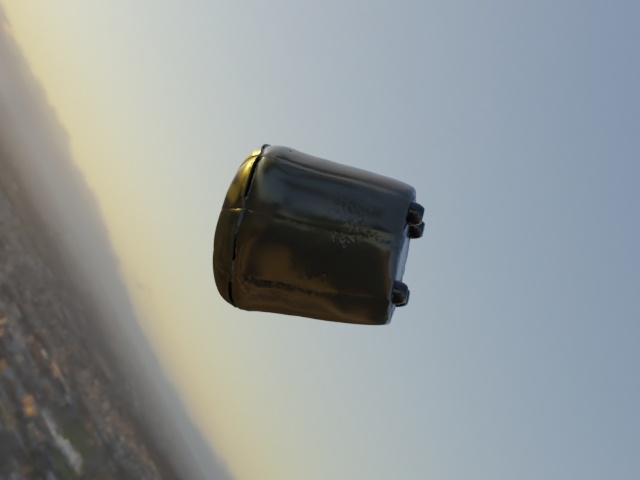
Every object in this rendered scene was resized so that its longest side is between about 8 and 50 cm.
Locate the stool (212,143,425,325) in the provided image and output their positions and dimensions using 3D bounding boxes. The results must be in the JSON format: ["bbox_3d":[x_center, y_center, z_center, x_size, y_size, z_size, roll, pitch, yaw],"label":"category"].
[{"bbox_3d":[0.000,0.000,0.609,0.096,0.110,0.096,12,90,-81],"label":"stool"}]
